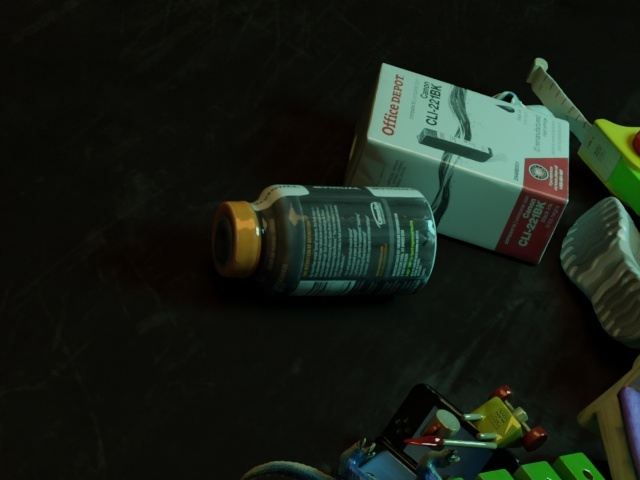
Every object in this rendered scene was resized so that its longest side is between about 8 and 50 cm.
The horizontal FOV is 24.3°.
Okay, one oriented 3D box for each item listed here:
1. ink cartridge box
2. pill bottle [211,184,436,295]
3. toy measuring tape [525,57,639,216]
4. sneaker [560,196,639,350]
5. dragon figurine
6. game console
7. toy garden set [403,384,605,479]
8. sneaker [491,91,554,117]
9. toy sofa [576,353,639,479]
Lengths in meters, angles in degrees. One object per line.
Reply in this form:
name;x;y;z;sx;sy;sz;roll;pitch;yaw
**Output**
ink cartridge box;0.179;-0.104;1.952;0.272;0.114;0.197;17;37;-3
pill bottle;0.000;0.000;1.725;0.245;0.130;0.130;1;41;-24
toy measuring tape;0.423;-0.144;2.108;0.121;0.121;0.330;-10;50;-34
sneaker;0.386;0.056;1.888;0.115;0.105;0.281;37;27;-28
dragon figurine;0.062;0.276;1.429;0.289;0.085;0.144;7;50;-6
game console;0.109;0.234;1.522;0.144;0.124;0.085;38;14;23
toy garden set;0.171;0.233;1.404;0.244;0.049;0.204;0;43;-48
sneaker;0.274;-0.175;2.114;0.190;0.083;0.071;-18;48;-41
toy sofa;0.392;0.277;1.486;0.150;0.177;0.362;29;33;-23
